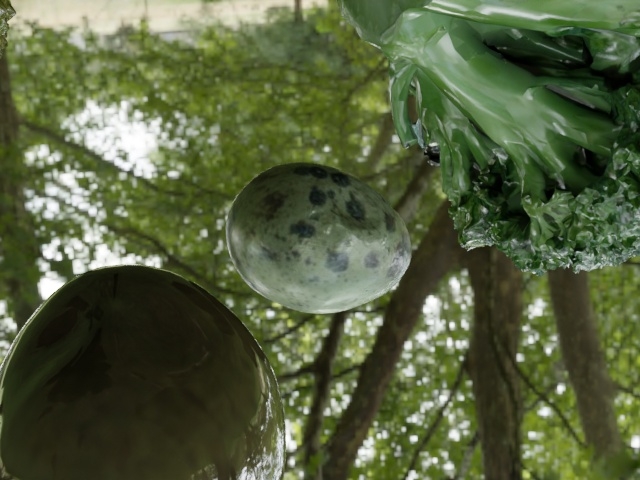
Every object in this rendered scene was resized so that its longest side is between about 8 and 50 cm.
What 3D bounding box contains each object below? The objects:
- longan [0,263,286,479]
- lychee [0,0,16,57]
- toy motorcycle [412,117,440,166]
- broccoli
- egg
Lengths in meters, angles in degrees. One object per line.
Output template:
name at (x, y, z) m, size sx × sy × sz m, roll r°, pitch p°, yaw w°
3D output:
longan at (-0.130, 0.134, 0.667) m, size 0.215 × 0.246 × 0.246 m, roll -8°, pitch -165°, yaw -27°
lychee at (-0.315, -0.168, 0.578) m, size 0.270 × 0.319 × 0.270 m, roll -7°, pitch -141°, yaw 6°
toy motorcycle at (0.185, -0.116, 1.086) m, size 0.173 × 0.058 × 0.100 m, roll 23°, pitch -123°, yaw 23°
broccoli at (0.117, -0.117, 0.491) m, size 0.242 × 0.269 × 0.261 m, roll -1°, pitch 152°, yaw -34°
egg at (0.000, 0.000, 0.920) m, size 0.182 × 0.141 × 0.141 m, roll 15°, pitch -171°, yaw -16°
